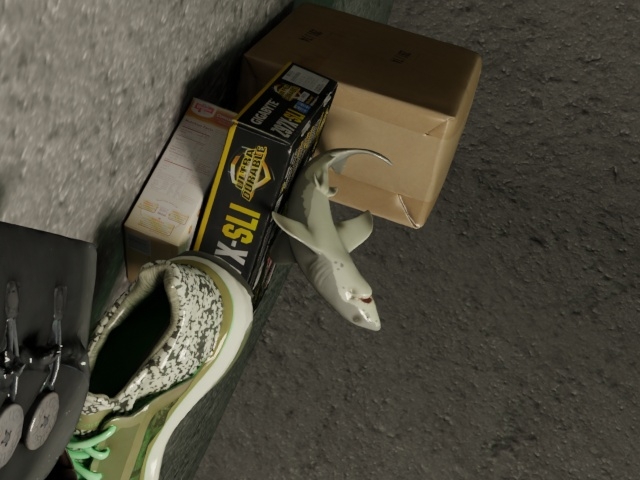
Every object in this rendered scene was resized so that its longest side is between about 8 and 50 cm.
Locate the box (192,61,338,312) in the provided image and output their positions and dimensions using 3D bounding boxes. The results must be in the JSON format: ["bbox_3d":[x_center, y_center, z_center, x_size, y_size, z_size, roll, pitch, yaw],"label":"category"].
[{"bbox_3d":[-0.083,-0.028,1.313,0.257,0.079,0.322,-66,176,-63],"label":"box"}]

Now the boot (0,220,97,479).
[{"bbox_3d":[-0.259,0.149,0.564,0.445,0.146,0.367,120,-6,-87],"label":"boot"}]

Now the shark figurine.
[{"bbox_3d":[-0.013,-0.025,1.258,0.116,0.166,0.278,-40,-146,37],"label":"shark figurine"}]

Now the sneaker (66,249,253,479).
[{"bbox_3d":[-0.226,0.178,1.065,0.410,0.158,0.182,-63,161,-8],"label":"sneaker"}]

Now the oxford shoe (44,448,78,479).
[{"bbox_3d":[-0.273,0.228,0.972,0.083,0.096,0.227,-65,177,-61],"label":"oxford shoe"}]

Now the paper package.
[{"bbox_3d":[0.051,-0.192,1.538,0.325,0.309,0.168,-63,169,-61],"label":"paper package"}]

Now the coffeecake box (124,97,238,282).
[{"bbox_3d":[-0.156,-0.047,1.257,0.142,0.068,0.186,104,9,-61],"label":"coffeecake box"}]
